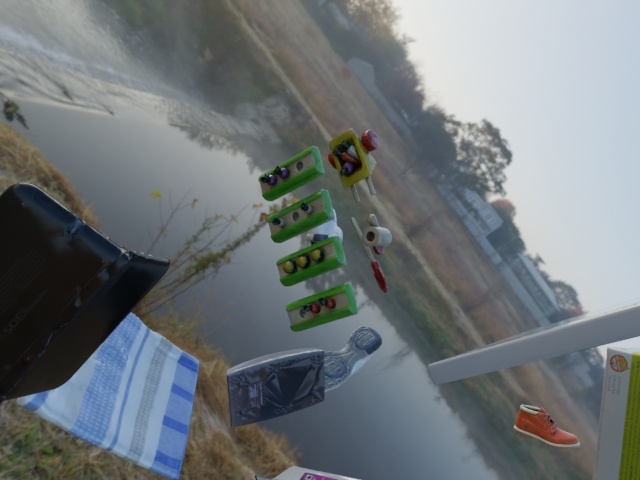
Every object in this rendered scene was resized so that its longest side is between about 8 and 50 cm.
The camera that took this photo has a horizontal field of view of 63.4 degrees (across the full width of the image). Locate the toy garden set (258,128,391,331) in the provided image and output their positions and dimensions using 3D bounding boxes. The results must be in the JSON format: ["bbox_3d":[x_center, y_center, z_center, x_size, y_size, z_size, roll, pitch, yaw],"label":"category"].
[{"bbox_3d":[0.005,-0.018,0.702,0.049,0.204,0.244,5,67,-52],"label":"toy garden set"}]

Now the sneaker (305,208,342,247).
[{"bbox_3d":[0.000,0.000,1.233,0.258,0.094,0.091,66,30,-72],"label":"sneaker"}]

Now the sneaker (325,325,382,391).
[{"bbox_3d":[0.063,0.376,1.535,0.111,0.297,0.129,45,-36,28],"label":"sneaker"}]

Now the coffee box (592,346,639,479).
[{"bbox_3d":[0.717,0.384,0.896,0.337,0.338,0.334,9,-3,-39],"label":"coffee box"}]

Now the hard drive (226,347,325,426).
[{"bbox_3d":[-0.112,0.363,1.314,0.054,0.255,0.172,-143,-133,-60],"label":"hard drive"}]

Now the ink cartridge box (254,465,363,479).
[{"bbox_3d":[0.021,0.645,1.239,0.069,0.371,0.176,-37,116,-55],"label":"ink cartridge box"}]

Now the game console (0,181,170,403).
[{"bbox_3d":[-0.172,0.036,0.321,0.107,0.122,0.071,42,-1,-22],"label":"game console"}]

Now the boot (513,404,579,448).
[{"bbox_3d":[0.584,0.478,1.332,0.158,0.084,0.059,11,3,28],"label":"boot"}]

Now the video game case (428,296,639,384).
[{"bbox_3d":[0.368,0.128,0.744,0.300,0.329,0.036,-4,71,-40],"label":"video game case"}]

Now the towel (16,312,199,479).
[{"bbox_3d":[-0.284,0.201,0.758,0.285,0.034,0.209,51,25,-37],"label":"towel"}]
